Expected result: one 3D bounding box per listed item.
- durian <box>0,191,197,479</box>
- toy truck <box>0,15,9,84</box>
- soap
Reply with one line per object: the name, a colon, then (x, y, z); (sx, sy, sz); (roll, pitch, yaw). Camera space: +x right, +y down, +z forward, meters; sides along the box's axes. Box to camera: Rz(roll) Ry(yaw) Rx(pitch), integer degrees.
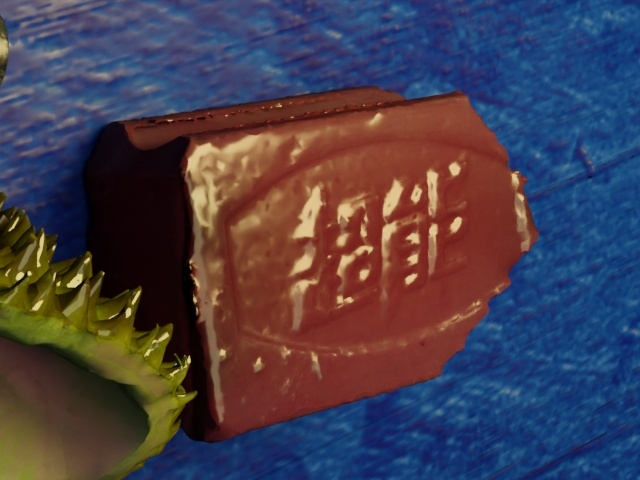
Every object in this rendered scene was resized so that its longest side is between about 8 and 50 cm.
durian: (-0.188, 0.053, 0.846); (0.352, 0.158, 0.169); (20, 95, -46)
toy truck: (-0.199, -0.168, 0.823); (0.107, 0.114, 0.252); (2, 94, -44)
soap: (0.000, 0.000, 1.046); (0.250, 0.099, 0.162); (-14, 99, -40)
